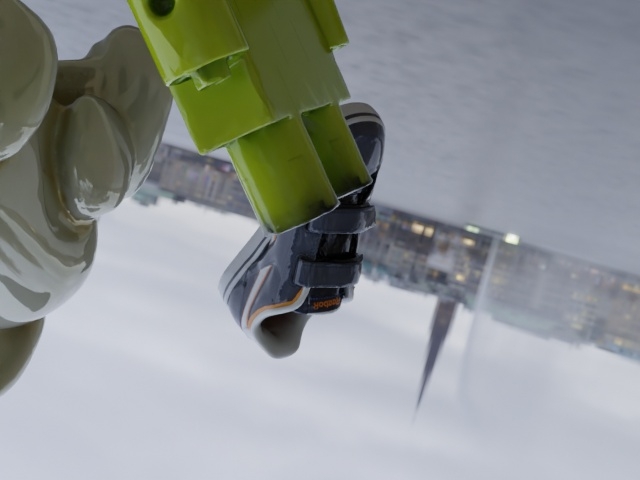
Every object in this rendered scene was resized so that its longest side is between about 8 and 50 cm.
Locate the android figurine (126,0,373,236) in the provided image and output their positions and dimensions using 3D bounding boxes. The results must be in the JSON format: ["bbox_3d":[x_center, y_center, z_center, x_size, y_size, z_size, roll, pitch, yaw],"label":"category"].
[{"bbox_3d":[-0.049,-0.141,0.569,0.056,0.273,0.248,-21,-176,18],"label":"android figurine"}]

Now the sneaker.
[{"bbox_3d":[0.000,0.000,1.210,0.126,0.321,0.127,-4,-132,-39],"label":"sneaker"}]

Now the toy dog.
[{"bbox_3d":[-0.352,-0.056,0.863,0.284,0.395,0.408,15,-176,16],"label":"toy dog"}]
